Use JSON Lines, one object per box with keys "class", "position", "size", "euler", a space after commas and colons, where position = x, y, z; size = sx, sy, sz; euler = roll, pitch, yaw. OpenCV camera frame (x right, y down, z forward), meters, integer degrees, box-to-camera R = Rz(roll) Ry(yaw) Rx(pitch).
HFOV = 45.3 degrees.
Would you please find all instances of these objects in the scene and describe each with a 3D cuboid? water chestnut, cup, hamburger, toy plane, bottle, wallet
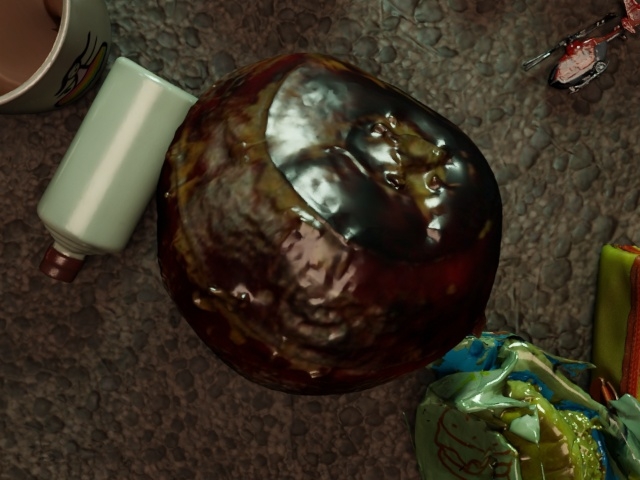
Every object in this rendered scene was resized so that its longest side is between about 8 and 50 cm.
{"class": "water chestnut", "position": [0.000, 0.000, 0.755], "size": [0.350, 0.302, 0.351], "euler": [9, 57, -15]}
{"class": "cup", "position": [-0.295, -0.244, 0.757], "size": [0.191, 0.200, 0.253], "euler": [35, 95, -4]}
{"class": "hamburger", "position": [0.196, 0.233, 0.788], "size": [0.276, 0.150, 0.261], "euler": [22, 114, 33]}
{"class": "toy plane", "position": [0.301, -0.213, 0.852], "size": [0.145, 0.037, 0.060], "euler": [-35, 85, 7]}
{"class": "bottle", "position": [-0.229, -0.067, 0.824], "size": [0.104, 0.104, 0.245], "euler": [29, 95, -3]}
{"class": "wallet", "position": [0.335, 0.129, 0.834], "size": [0.067, 0.141, 0.241], "euler": [1, 95, 4]}
